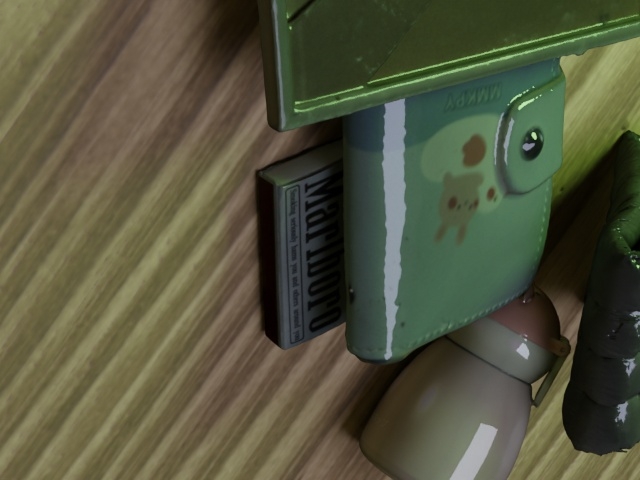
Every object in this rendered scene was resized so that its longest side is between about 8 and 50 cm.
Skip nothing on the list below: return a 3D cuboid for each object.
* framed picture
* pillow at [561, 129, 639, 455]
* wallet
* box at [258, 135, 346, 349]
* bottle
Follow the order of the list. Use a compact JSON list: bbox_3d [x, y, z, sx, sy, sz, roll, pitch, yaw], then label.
[{"bbox_3d":[0.122,-0.287,1.202,0.446,0.028,0.326,-17,112,-36],"label":"framed picture"},{"bbox_3d":[0.313,0.046,1.523,0.326,0.101,0.228,-62,159,-60],"label":"pillow"},{"bbox_3d":[0.120,-0.085,1.330,0.252,0.083,0.360,-19,119,-36],"label":"wallet"},{"bbox_3d":[0.000,0.000,1.341,0.115,0.036,0.177,-27,132,-31],"label":"box"},{"bbox_3d":[0.153,0.140,1.507,0.147,0.147,0.236,26,93,-50],"label":"bottle"}]
